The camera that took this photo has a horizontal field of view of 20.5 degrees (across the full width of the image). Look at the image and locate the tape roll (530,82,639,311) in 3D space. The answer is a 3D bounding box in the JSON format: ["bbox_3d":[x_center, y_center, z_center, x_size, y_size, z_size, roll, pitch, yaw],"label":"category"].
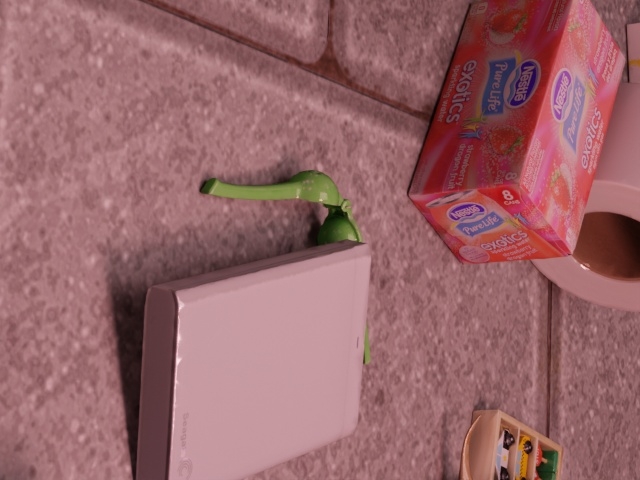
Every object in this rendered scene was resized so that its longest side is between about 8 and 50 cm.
[{"bbox_3d":[0.383,-0.051,2.181,0.246,0.246,0.169,55,45,-35],"label":"tape roll"}]

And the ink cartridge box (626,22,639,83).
[{"bbox_3d":[0.492,-0.233,2.490,0.092,0.090,0.143,4,82,-55],"label":"ink cartridge box"}]

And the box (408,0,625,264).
[{"bbox_3d":[0.233,-0.134,2.059,0.142,0.154,0.300,49,49,-40],"label":"box"}]

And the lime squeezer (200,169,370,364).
[{"bbox_3d":[0.000,0.000,1.796,0.310,0.059,0.110,50,48,-40],"label":"lime squeezer"}]

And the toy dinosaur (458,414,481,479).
[{"bbox_3d":[0.162,0.295,1.981,0.092,0.053,0.183,-17,93,-45],"label":"toy dinosaur"}]

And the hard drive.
[{"bbox_3d":[-0.057,0.119,1.677,0.307,0.040,0.203,-14,112,-55],"label":"hard drive"}]

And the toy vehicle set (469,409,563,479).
[{"bbox_3d":[0.219,0.349,2.080,0.166,0.035,0.267,31,61,-49],"label":"toy vehicle set"}]
